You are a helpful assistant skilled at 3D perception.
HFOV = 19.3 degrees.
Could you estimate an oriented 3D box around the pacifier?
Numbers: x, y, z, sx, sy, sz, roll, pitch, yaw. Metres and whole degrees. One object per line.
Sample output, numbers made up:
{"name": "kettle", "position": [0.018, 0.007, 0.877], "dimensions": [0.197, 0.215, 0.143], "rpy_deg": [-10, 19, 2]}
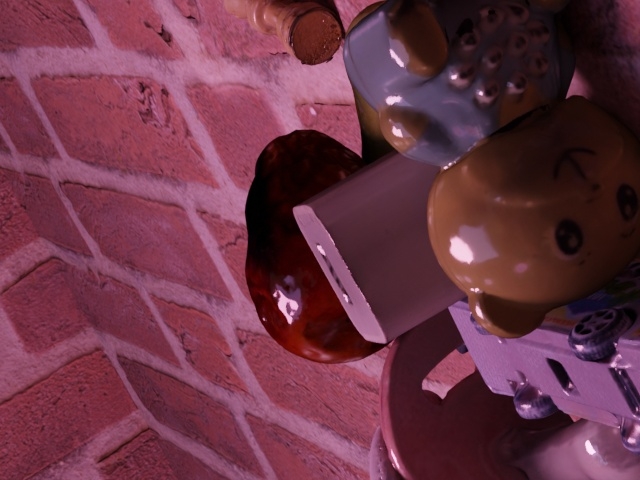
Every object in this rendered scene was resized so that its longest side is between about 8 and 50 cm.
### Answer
{"name": "pacifier", "position": [0.188, 0.201, 1.672], "dimensions": [0.332, 0.273, 0.220], "rpy_deg": [57, -170, -4]}

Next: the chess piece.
{"name": "chess piece", "position": [-0.044, -0.221, 1.819], "dimensions": [0.172, 0.060, 0.060], "rpy_deg": [38, 155, 52]}

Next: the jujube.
{"name": "jujube", "position": [0.000, 0.000, 1.680], "dimensions": [0.168, 0.168, 0.236], "rpy_deg": [75, 174, -45]}

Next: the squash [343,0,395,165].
{"name": "squash", "position": [0.066, -0.122, 1.658], "dimensions": [0.083, 0.083, 0.250], "rpy_deg": [49, 164, 26]}

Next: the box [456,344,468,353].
{"name": "box", "position": [0.133, 0.058, 1.816], "dimensions": [0.099, 0.054, 0.074], "rpy_deg": [48, 162, 27]}

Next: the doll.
{"name": "doll", "position": [0.137, -0.072, 1.376], "dimensions": [0.260, 0.177, 0.161], "rpy_deg": [60, 158, -2]}

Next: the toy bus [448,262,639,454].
{"name": "toy bus", "position": [0.227, 0.074, 1.449], "dimensions": [0.109, 0.136, 0.330], "rpy_deg": [61, 162, -16]}

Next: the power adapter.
{"name": "power adapter", "position": [0.100, -0.021, 1.519], "dimensions": [0.130, 0.205, 0.125], "rpy_deg": [62, 171, -3]}
